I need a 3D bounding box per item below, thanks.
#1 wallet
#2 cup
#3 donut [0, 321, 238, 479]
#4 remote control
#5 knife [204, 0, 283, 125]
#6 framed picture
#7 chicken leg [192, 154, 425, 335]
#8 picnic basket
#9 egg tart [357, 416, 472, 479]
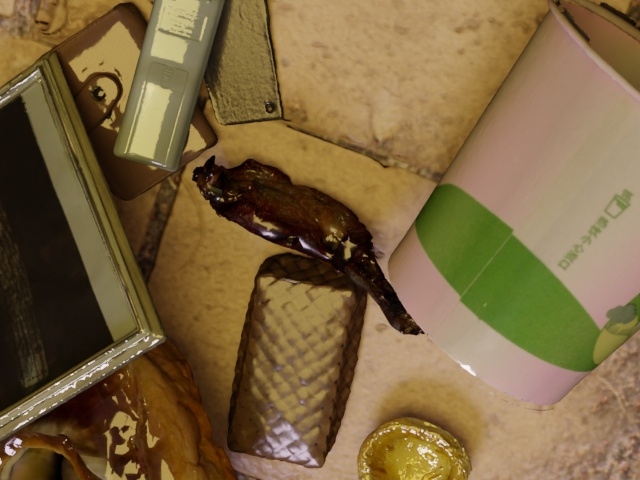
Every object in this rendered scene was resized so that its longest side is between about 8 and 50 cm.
[{"bbox_3d":[-0.176,-0.121,1.291,0.118,0.039,0.152,-33,97,11],"label":"wallet"},{"bbox_3d":[0.203,-0.027,1.162,0.253,0.253,0.274,38,111,-1],"label":"cup"},{"bbox_3d":[-0.211,0.224,1.294,0.330,0.160,0.330,1,92,30],"label":"donut"},{"bbox_3d":[-0.130,-0.144,1.256,0.061,0.029,0.162,15,96,-7],"label":"remote control"},{"bbox_3d":[-0.082,-0.222,1.266,0.072,0.019,0.245,-5,103,10],"label":"knife"},{"bbox_3d":[-0.271,0.011,1.250,0.231,0.018,0.293,-32,67,18],"label":"framed picture"},{"bbox_3d":[0.000,0.000,1.254,0.253,0.106,0.051,33,112,16],"label":"chicken leg"},{"bbox_3d":[-0.024,0.111,1.311,0.110,0.055,0.193,12,102,5],"label":"picnic basket"},{"bbox_3d":[0.085,0.204,1.322,0.105,0.039,0.105,2,103,8],"label":"egg tart"}]
